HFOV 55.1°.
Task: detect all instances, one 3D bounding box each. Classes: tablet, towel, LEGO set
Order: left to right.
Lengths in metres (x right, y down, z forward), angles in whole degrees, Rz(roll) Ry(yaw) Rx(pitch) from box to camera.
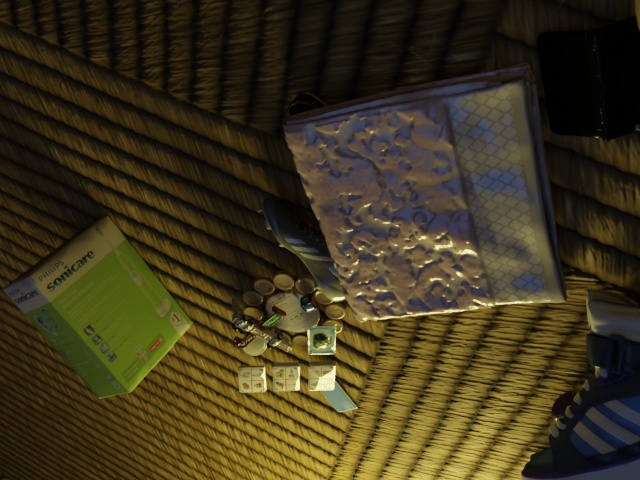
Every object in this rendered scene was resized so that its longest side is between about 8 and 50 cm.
[{"bbox_3d":[-0.063,0.181,1.100,0.182,0.060,0.244,-1,131,-2],"label":"LEGO set"},{"bbox_3d":[0.030,0.301,1.195,0.054,0.006,0.083,-25,109,40],"label":"tablet"},{"bbox_3d":[0.141,-0.038,0.811,0.316,0.053,0.332,-8,119,24],"label":"towel"}]

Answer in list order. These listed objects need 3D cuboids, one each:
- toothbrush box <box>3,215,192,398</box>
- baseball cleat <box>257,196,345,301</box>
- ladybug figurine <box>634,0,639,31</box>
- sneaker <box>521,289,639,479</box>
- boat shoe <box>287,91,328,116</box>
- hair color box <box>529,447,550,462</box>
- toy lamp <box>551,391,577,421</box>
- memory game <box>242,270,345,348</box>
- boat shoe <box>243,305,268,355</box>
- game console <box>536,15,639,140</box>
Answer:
[{"bbox_3d":[-0.422,0.130,1.194,0.122,0.206,0.283,-18,113,39],"label":"toothbrush box"},{"bbox_3d":[0.000,0.000,0.956,0.109,0.072,0.206,-29,111,27],"label":"baseball cleat"},{"bbox_3d":[0.462,-0.235,0.430,0.449,0.162,0.305,-23,110,40],"label":"ladybug figurine"},{"bbox_3d":[0.374,0.189,0.804,0.322,0.130,0.236,-35,62,40],"label":"sneaker"},{"bbox_3d":[0.017,-0.155,0.835,0.133,0.042,0.049,30,131,6],"label":"boat shoe"},{"bbox_3d":[0.478,0.501,0.968,0.347,0.174,0.105,41,133,-4],"label":"hair color box"},{"bbox_3d":[0.461,0.330,0.919,0.274,0.080,0.080,41,134,-7],"label":"toy lamp"},{"bbox_3d":[-0.048,0.124,1.072,0.186,0.012,0.186,6,130,7],"label":"memory game"},{"bbox_3d":[-0.117,0.171,1.161,0.046,0.038,0.125,17,132,-3],"label":"boat shoe"},{"bbox_3d":[0.307,-0.178,0.667,0.107,0.071,0.122,-18,117,6],"label":"game console"}]
